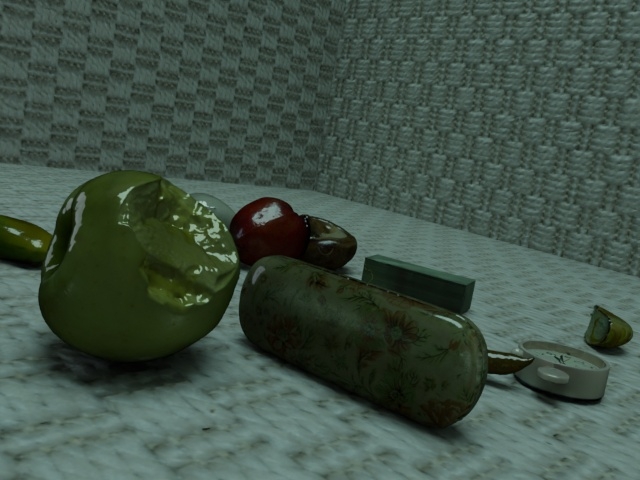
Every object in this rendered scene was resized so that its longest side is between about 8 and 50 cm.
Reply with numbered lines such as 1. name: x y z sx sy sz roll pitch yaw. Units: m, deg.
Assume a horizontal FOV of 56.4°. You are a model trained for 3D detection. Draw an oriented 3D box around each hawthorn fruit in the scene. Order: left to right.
1. hawthorn fruit: -0.153 -0.006 1.547 0.251 0.189 0.189 -25 29 -34

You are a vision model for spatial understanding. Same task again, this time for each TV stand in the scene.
1. TV stand: 0.241 0.107 1.501 0.269 0.082 0.088 16 13 28

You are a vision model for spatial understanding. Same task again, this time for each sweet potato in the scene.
1. sweet potato: 0.223 0.192 1.021 0.274 0.067 0.067 7 9 15

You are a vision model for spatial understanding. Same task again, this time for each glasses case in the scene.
1. glasses case: 0.042 0.136 0.891 0.425 0.156 0.098 17 10 36

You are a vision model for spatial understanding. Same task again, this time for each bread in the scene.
1. bread: 0.658 0.202 1.361 0.094 0.083 0.157 12 11 -3

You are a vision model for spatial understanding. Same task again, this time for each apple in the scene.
1. apple: -0.257 0.042 0.843 0.279 0.279 0.279 10 10 -2

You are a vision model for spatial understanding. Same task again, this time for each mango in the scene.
1. mango: -0.631 0.001 1.240 0.191 0.085 0.122 21 0 6

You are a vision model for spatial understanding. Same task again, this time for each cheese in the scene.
1. cheese: -0.332 -0.053 1.639 0.189 0.154 0.198 -6 18 -40

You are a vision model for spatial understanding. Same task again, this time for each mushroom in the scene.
1. mushroom: -0.006 0.013 1.690 0.194 0.138 0.231 19 12 -42

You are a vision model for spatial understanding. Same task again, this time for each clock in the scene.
1. clock: 0.417 0.227 1.045 0.156 0.063 0.229 12 7 28
